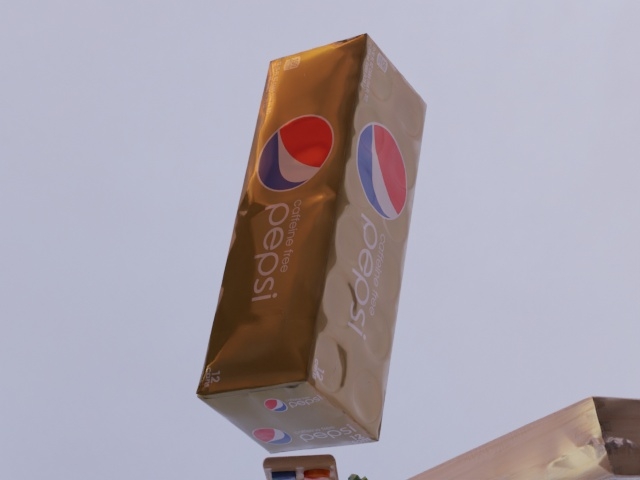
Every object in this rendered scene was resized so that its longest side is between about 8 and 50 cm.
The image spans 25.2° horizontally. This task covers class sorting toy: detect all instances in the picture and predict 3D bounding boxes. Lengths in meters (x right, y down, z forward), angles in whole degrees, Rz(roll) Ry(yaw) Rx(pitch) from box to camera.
[{"bbox_3d":[-0.001,0.186,1.120,0.083,0.062,0.012,-3,-125,3],"label":"sorting toy"}]

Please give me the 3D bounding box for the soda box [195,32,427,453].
[{"bbox_3d":[0.000,0.000,0.642,0.058,0.061,0.181,-12,-127,31],"label":"soda box"}]

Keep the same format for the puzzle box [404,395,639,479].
[{"bbox_3d":[0.155,0.206,1.052,0.272,0.409,0.052,7,-118,-35],"label":"puzzle box"}]
